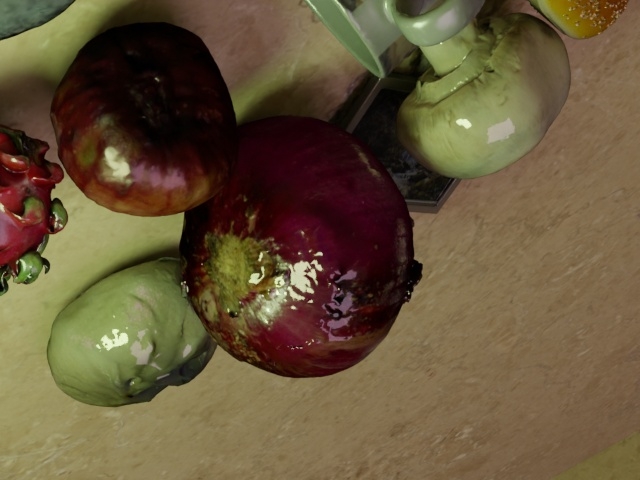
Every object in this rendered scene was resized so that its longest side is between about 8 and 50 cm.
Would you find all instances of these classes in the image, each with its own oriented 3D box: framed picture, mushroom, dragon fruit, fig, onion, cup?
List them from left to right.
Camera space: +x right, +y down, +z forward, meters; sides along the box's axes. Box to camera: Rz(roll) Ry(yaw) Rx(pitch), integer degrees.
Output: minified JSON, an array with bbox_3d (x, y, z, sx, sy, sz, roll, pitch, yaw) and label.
[{"bbox_3d":[-0.412,-0.037,1.690,0.218,0.272,0.198,23,76,-49],"label":"dragon fruit"},{"bbox_3d":[-0.198,-0.135,1.701,0.224,0.224,0.263,-39,172,12],"label":"fig"},{"bbox_3d":[0.000,0.000,1.978,0.385,0.348,0.348,-15,148,-51],"label":"onion"},{"bbox_3d":[0.128,-0.136,2.161,0.324,0.020,0.240,4,129,-47],"label":"framed picture"},{"bbox_3d":[0.106,-0.329,1.624,0.257,0.301,0.227,-42,129,2],"label":"cup"},{"bbox_3d":[0.199,-0.215,1.964,0.254,0.234,0.260,-39,-166,7],"label":"mushroom"}]

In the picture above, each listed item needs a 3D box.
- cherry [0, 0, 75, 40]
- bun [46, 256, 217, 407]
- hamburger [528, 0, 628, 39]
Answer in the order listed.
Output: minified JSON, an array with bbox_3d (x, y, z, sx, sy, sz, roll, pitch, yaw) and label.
[{"bbox_3d":[-0.331,-0.289,1.341,0.296,0.218,0.255,-28,157,5],"label":"cherry"},{"bbox_3d":[-0.260,0.145,2.104,0.273,0.168,0.273,-23,157,-11],"label":"bun"},{"bbox_3d":[0.339,-0.358,1.920,0.210,0.116,0.173,31,79,-57],"label":"hamburger"}]
